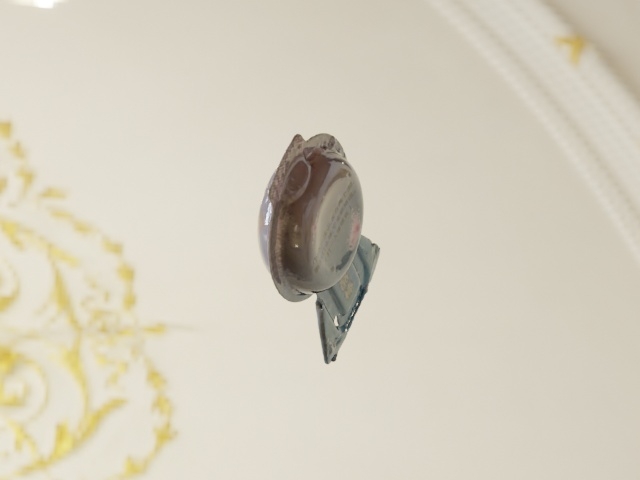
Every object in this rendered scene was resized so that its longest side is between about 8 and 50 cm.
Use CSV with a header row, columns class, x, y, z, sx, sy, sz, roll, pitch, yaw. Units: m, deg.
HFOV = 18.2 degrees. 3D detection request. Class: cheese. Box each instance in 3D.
class,x,y,z,sx,sy,sz,roll,pitch,yaw
cheese,0.000,0.000,1.632,0.052,0.245,0.135,16,-114,24
